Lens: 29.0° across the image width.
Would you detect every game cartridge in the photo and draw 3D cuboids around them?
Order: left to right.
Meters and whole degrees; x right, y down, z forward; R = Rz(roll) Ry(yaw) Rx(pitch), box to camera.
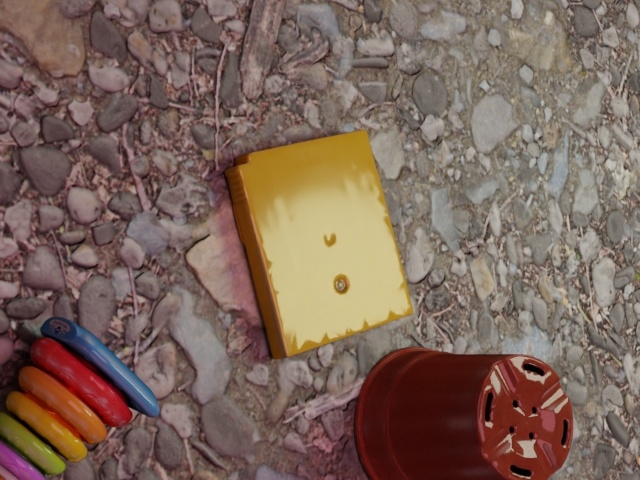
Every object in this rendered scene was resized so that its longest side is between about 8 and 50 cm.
[{"bbox_3d":[0.000,0.000,1.990,0.285,0.053,0.323,-15,90,-39],"label":"game cartridge"}]

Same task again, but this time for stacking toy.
[{"bbox_3d":[-0.373,0.260,1.599,0.302,0.175,0.166,-50,118,-17],"label":"stacking toy"}]

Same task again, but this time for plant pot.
[{"bbox_3d":[0.240,0.291,1.979,0.272,0.265,0.272,8,76,-33],"label":"plant pot"}]
